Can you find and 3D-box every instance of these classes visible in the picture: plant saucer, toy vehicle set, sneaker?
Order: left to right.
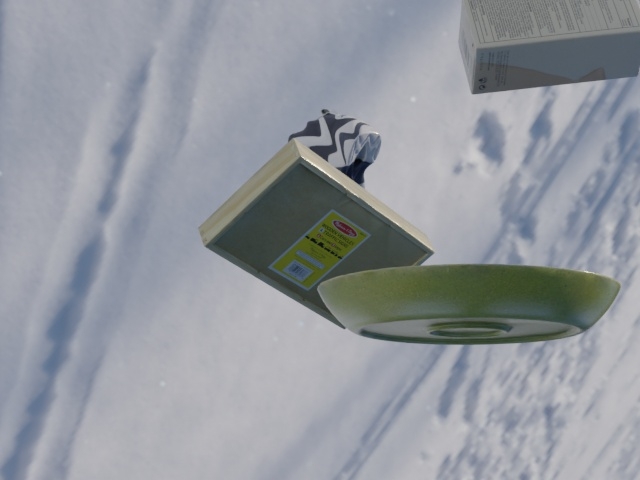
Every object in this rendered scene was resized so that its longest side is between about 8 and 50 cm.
[{"bbox_3d":[-0.001,-0.116,2.022,0.094,0.153,0.235,-7,126,-40],"label":"sneaker"},{"bbox_3d":[0.000,0.000,1.484,0.166,0.035,0.267,-41,132,18],"label":"toy vehicle set"},{"bbox_3d":[0.117,0.057,0.957,0.241,0.241,0.037,30,58,-67],"label":"plant saucer"}]

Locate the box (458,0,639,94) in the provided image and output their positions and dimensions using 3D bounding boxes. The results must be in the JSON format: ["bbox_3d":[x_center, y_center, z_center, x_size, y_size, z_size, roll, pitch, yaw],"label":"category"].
[{"bbox_3d":[0.415,-0.367,2.154,0.311,0.148,0.121,-5,143,-1],"label":"box"}]
